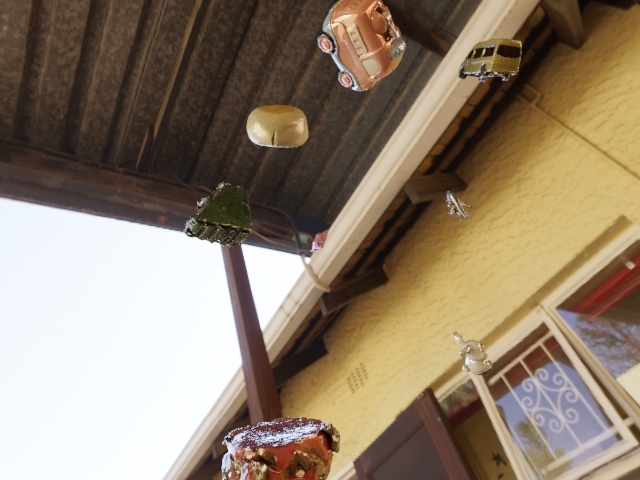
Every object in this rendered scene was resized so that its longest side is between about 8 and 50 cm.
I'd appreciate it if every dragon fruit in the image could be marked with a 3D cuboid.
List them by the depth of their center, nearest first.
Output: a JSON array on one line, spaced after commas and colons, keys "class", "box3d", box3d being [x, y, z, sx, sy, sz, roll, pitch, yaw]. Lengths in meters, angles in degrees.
[{"class": "dragon fruit", "box3d": [-0.099, 0.639, 1.121, 0.296, 0.263, 0.314, -2, -12, -35]}]

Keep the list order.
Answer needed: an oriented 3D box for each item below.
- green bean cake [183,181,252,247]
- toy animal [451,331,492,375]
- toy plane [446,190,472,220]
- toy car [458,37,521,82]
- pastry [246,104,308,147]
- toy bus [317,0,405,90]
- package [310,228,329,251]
[{"class": "green bean cake", "box3d": [-0.325, -0.091, 1.320, 0.193, 0.208, 0.107, 12, -40, -31]}, {"class": "toy animal", "box3d": [0.424, 0.312, 1.164, 0.085, 0.071, 0.124, -18, -58, 6]}, {"class": "toy plane", "box3d": [0.330, -0.085, 1.017, 0.078, 0.083, 0.031, -15, -30, -30]}, {"class": "toy car", "box3d": [0.558, -0.600, 1.396, 0.101, 0.257, 0.124, 5, -71, -9]}, {"class": "pastry", "box3d": [-0.106, -0.284, 1.047, 0.156, 0.156, 0.092, -10, -59, -13]}, {"class": "toy bus", "box3d": [0.153, -0.646, 1.356, 0.288, 0.232, 0.194, 51, -120, -33]}, {"class": "package", "box3d": [0.000, 0.000, 1.085, 0.029, 0.059, 0.083, 26, -16, -15]}]
